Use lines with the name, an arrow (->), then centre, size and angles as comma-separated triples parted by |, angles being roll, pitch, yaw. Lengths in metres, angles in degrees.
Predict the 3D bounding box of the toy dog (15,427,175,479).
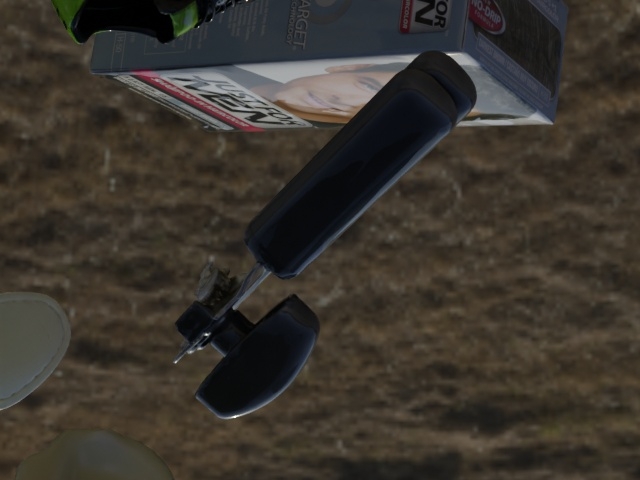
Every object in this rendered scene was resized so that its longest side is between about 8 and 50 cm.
toy dog -> -0.202, 0.360, 0.707 | 0.284, 0.395, 0.408 | -12, 139, -36

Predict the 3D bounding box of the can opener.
can opener -> 0.000, 0.000, 0.790 | 0.093, 0.074, 0.280 | 41, 123, 0

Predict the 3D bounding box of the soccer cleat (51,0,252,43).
soccer cleat -> -0.075, -0.156, 0.789 | 0.179, 0.072, 0.060 | -13, 138, -10

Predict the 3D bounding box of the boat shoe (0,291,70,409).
boat shoe -> -0.374, 0.137, 1.197 | 0.305, 0.109, 0.091 | -31, -171, -39

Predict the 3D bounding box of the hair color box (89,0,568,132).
hair color box -> 0.004, -0.175, 1.116 | 0.374, 0.114, 0.185 | 1, 168, 33
